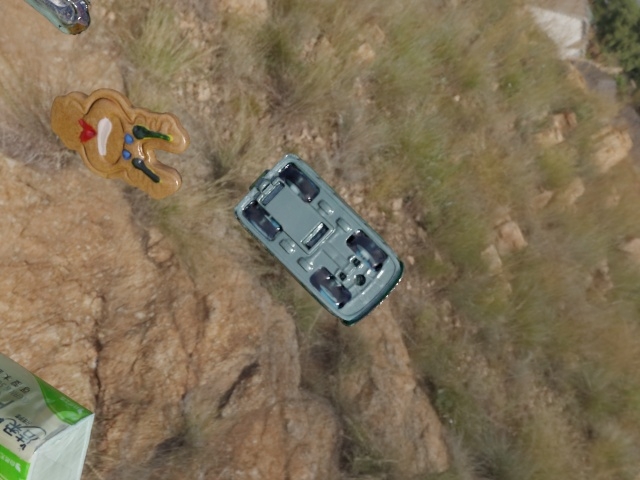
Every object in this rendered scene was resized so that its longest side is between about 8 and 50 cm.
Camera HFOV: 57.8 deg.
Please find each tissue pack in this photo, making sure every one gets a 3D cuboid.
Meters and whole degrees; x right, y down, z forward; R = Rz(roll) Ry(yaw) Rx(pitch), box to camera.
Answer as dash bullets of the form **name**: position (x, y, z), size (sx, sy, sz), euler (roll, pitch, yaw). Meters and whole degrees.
- **tissue pack**: position (-0.743, 0.452, 1.297), size (0.404, 0.332, 0.205), euler (26, 21, 17)

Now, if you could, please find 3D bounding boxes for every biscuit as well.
- **biscuit**: position (-0.449, -0.224, 1.278), size (0.333, 0.202, 0.047), euler (24, 24, 7)

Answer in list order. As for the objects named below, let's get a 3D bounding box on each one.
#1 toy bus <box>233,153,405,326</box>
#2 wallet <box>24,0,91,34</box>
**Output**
- **toy bus**: position (0.000, 0.000, 1.194), size (0.343, 0.183, 0.199), euler (46, 2, 4)
- **wallet**: position (-0.298, -0.289, 0.543), size (0.169, 0.044, 0.317), euler (38, 10, -37)
